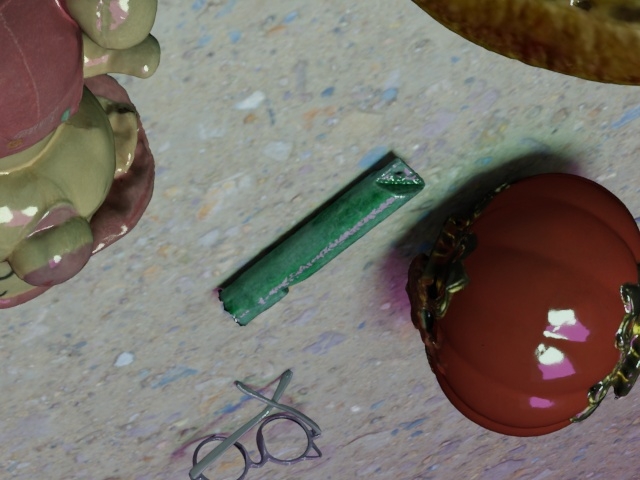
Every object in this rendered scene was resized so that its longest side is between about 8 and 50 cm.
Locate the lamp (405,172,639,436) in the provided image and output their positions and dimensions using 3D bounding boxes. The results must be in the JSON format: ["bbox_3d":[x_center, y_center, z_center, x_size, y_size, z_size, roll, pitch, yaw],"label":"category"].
[{"bbox_3d":[0.175,0.050,1.239,0.227,0.227,0.227,-22,152,-13],"label":"lamp"}]

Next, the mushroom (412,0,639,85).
[{"bbox_3d":[0.113,-0.222,0.633,0.259,0.345,0.345,-36,166,-49],"label":"mushroom"}]

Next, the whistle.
[{"bbox_3d":[0.000,0.000,1.164,0.186,0.039,0.039,-38,151,16],"label":"whistle"}]

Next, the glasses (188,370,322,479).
[{"bbox_3d":[-0.053,0.174,1.381,0.140,0.062,0.104,-15,148,-27],"label":"glasses"}]

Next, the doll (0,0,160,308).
[{"bbox_3d":[-0.177,-0.052,0.794,0.196,0.152,0.256,-7,150,-17],"label":"doll"}]
